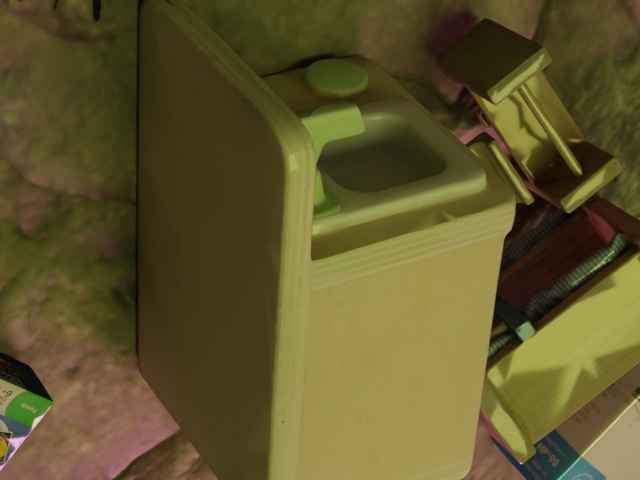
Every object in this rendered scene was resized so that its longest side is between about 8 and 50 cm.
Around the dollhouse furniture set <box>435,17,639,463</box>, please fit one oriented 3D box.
[{"bbox_3d":[0.087,-0.008,1.033,0.129,0.129,0.184,-38,116,-4],"label":"dollhouse furniture set"}]

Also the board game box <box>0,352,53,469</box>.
[{"bbox_3d":[-0.243,0.088,0.918,0.136,0.035,0.201,-51,135,9],"label":"board game box"}]

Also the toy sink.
[{"bbox_3d":[0.000,0.000,0.941,0.131,0.153,0.234,-16,129,-25],"label":"toy sink"}]

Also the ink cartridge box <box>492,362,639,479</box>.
[{"bbox_3d":[0.209,0.100,1.228,0.180,0.060,0.104,-47,135,4],"label":"ink cartridge box"}]
